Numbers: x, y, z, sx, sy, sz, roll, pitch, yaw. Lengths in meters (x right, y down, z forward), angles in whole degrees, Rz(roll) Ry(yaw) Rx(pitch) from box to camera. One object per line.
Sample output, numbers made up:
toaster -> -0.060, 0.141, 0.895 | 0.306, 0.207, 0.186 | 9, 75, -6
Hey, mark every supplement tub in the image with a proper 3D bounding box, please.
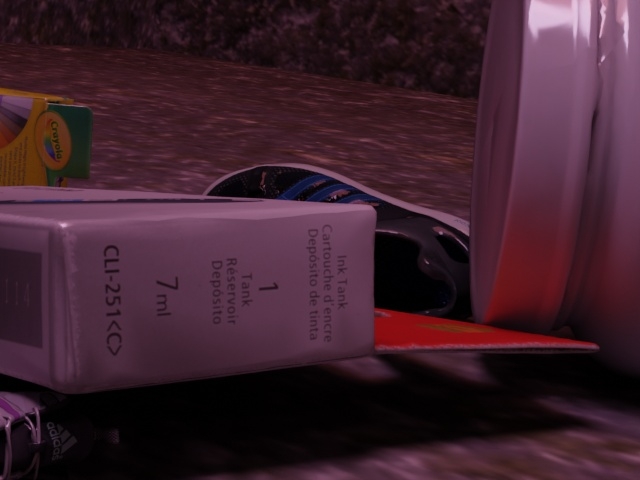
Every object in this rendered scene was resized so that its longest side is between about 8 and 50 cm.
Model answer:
supplement tub -> 0.245, -0.041, 0.781 | 0.325, 0.235, 0.235 | 5, 9, 0

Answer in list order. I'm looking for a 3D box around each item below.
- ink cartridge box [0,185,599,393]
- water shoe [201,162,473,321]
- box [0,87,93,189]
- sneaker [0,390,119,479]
ink cartridge box -> -0.068, 0.011, 0.727 | 0.261, 0.066, 0.296 | -2, 5, -36
water shoe -> 0.000, 0.000, 0.907 | 0.203, 0.073, 0.080 | 10, 13, 30
box -> -0.213, -0.039, 0.930 | 0.179, 0.105, 0.043 | 8, 9, 16
sneaker -> -0.102, 0.068, 0.544 | 0.069, 0.038, 0.098 | 3, 10, -8
